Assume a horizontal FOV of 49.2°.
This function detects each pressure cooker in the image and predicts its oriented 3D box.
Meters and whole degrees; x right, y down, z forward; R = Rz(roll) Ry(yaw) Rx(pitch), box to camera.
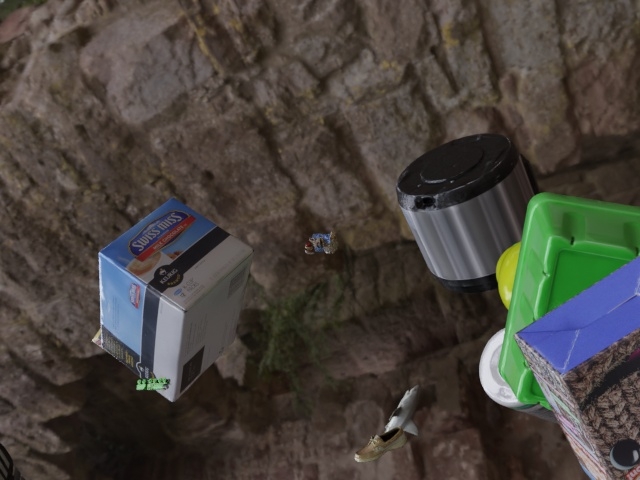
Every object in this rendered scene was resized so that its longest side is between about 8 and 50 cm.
[{"bbox_3d":[0.445,-0.051,2.009,0.421,0.375,0.370,62,-142,-23],"label":"pressure cooker"}]

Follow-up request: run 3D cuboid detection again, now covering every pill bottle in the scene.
[{"bbox_3d":[0.597,0.361,1.797,0.361,0.204,0.204,25,-137,-33],"label":"pill bottle"}]

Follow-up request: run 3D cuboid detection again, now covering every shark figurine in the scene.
[{"bbox_3d":[0.291,0.662,2.468,0.166,0.116,0.278,-36,-28,-54],"label":"shark figurine"}]

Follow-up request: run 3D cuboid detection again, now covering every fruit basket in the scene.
[{"bbox_3d":[0.449,0.100,1.251,0.392,0.282,0.393,11,-90,-74],"label":"fruit basket"}]

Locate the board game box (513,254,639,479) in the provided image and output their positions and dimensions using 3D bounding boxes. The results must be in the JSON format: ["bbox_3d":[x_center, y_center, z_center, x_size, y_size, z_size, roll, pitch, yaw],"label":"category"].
[{"bbox_3d":[0.453,0.208,0.982,0.291,0.232,0.141,58,180,-20],"label":"board game box"}]

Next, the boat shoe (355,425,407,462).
[{"bbox_3d":[0.139,0.480,1.656,0.050,0.135,0.045,19,127,66],"label":"boat shoe"}]

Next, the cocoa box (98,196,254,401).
[{"bbox_3d":[-0.322,0.131,1.523,0.231,0.227,0.347,-45,-19,-41],"label":"cocoa box"}]

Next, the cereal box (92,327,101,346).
[{"bbox_3d":[-0.441,0.256,1.807,0.240,0.047,0.173,42,-128,-17],"label":"cereal box"}]

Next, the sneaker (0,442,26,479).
[{"bbox_3d":[-0.426,0.348,0.867,0.086,0.132,0.229,-113,10,-60],"label":"sneaker"}]

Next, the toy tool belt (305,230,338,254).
[{"bbox_3d":[0.000,0.000,1.668,0.052,0.083,0.051,-74,-23,-52],"label":"toy tool belt"}]

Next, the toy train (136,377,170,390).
[{"bbox_3d":[-0.334,0.288,1.397,0.017,0.083,0.024,35,-128,-53],"label":"toy train"}]
